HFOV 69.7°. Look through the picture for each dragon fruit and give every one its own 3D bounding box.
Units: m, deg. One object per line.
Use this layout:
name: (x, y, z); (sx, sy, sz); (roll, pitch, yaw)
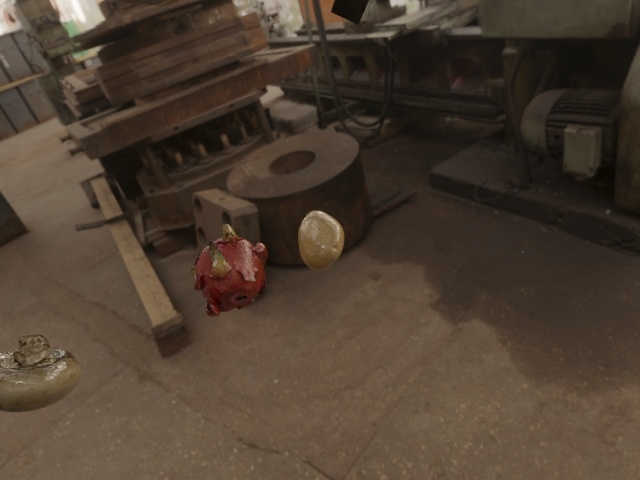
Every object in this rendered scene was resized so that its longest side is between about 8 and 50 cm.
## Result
dragon fruit: (-0.123, 0.055, 0.658); (0.126, 0.112, 0.068); (-56, 38, 12)

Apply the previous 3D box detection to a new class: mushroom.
mushroom: (-0.726, 0.326, 1.150); (0.227, 0.177, 0.226); (-3, 6, 0)

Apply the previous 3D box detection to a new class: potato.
potato: (-0.001, 0.002, 1.050); (0.112, 0.112, 0.146); (-10, 49, 13)

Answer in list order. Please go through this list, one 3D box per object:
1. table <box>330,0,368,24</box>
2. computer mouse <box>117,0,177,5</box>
table: (0.090, -0.471, 0.758); (0.063, 0.175, 0.146); (25, 46, -3)
computer mouse: (-0.221, -0.305, 0.432); (0.145, 0.081, 0.236); (10, 5, 16)
